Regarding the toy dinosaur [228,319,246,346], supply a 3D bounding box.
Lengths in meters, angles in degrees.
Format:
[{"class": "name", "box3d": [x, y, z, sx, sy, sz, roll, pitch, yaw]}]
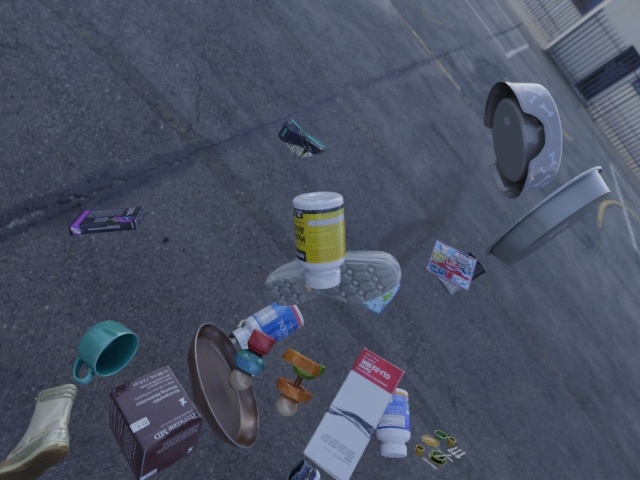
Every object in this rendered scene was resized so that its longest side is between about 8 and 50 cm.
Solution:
[{"class": "toy dinosaur", "box3d": [-0.331, 0.372, 1.713, 0.064, 0.118, 0.268, 41, 31, -7]}]

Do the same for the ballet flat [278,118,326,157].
[{"class": "ballet flat", "box3d": [-0.053, -0.264, 1.150, 0.203, 0.074, 0.074, 13, 51, -66]}]

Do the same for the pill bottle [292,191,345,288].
[{"class": "pill bottle", "box3d": [0.000, 0.000, 0.547, 0.065, 0.065, 0.116, -29, 120, -51]}]

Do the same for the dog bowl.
[{"class": "dog bowl", "box3d": [0.598, -0.304, 1.276, 0.349, 0.102, 0.348, -10, 90, -86]}]

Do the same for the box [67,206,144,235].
[{"class": "box", "box3d": [-0.557, -0.053, 1.121, 0.162, 0.029, 0.116, -7, 25, -9]}]

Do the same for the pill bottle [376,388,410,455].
[{"class": "pill bottle", "box3d": [0.328, 0.824, 1.927, 0.152, 0.152, 0.271, 28, 48, -29]}]

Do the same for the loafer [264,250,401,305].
[{"class": "loafer", "box3d": [0.023, 0.064, 0.863, 0.111, 0.320, 0.112, -48, 119, -45]}]

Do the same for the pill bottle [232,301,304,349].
[{"class": "pill bottle", "box3d": [-0.178, 0.293, 1.441, 0.222, 0.124, 0.124, -29, 84, -19]}]

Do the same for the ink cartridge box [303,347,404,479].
[{"class": "ink cartridge box", "box3d": [0.079, 0.421, 1.023, 0.114, 0.197, 0.272, 28, 67, 15]}]

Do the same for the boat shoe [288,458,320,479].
[{"class": "boat shoe", "box3d": [-0.086, 0.806, 1.379, 0.083, 0.065, 0.183, 49, 62, -14]}]

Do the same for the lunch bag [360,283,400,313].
[{"class": "lunch bag", "box3d": [0.189, 0.166, 1.657, 0.219, 0.090, 0.176, 37, 86, -15]}]

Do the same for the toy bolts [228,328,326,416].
[{"class": "toy bolts", "box3d": [-0.118, 0.340, 1.068, 0.229, 0.218, 0.158, 28, 77, 5]}]

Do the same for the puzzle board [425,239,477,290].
[{"class": "puzzle board", "box3d": [0.354, 0.065, 1.145, 0.128, 0.011, 0.096, 27, 68, -5]}]

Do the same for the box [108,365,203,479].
[{"class": "box", "box3d": [-0.452, 0.492, 1.159, 0.169, 0.167, 0.203, -17, 49, -44]}]

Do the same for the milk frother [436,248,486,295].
[{"class": "milk frother", "box3d": [0.461, 0.114, 1.407, 0.143, 0.135, 0.129, 49, 9, -36]}]

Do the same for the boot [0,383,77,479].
[{"class": "boot", "box3d": [-0.788, 0.536, 1.182, 0.095, 0.262, 0.203, 42, 21, -42]}]

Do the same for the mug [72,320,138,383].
[{"class": "mug", "box3d": [-0.575, 0.281, 1.116, 0.097, 0.129, 0.158, 27, 24, 22]}]

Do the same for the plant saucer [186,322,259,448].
[{"class": "plant saucer", "box3d": [-0.240, 0.353, 1.036, 0.310, 0.050, 0.310, -24, 90, -88]}]

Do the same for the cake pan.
[{"class": "cake pan", "box3d": [0.503, -0.041, 0.940, 0.293, 0.293, 0.054, -9, 58, -48]}]

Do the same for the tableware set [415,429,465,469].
[{"class": "tableware set", "box3d": [0.310, 0.547, 1.134, 0.154, 0.104, 0.024, 4, 103, -41]}]
